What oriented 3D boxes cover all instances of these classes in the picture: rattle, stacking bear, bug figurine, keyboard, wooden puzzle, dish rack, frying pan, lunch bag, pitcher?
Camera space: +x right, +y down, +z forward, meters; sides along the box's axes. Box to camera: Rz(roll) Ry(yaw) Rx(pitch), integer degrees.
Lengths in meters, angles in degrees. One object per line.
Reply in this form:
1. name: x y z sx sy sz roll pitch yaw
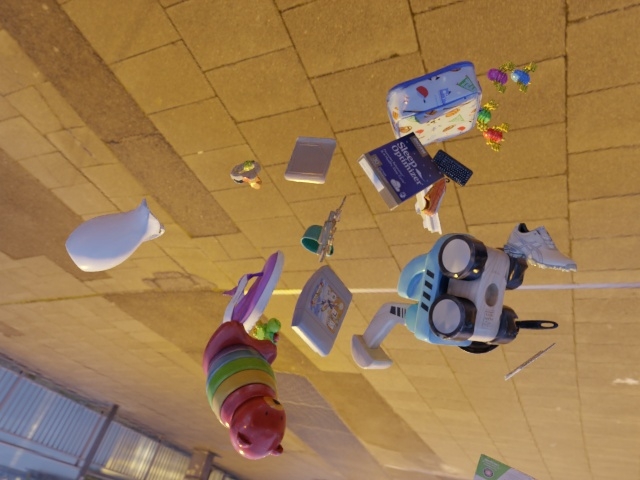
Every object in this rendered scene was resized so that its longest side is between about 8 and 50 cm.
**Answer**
1. rattle: -0.288 -0.228 1.698 0.130 0.199 0.142 -7 124 -15
2. stacking bear: -0.157 0.333 0.914 0.175 0.164 0.289 40 -178 -30
3. bug figurine: 0.563 -0.435 1.334 0.216 0.278 0.072 9 -161 -41
4. keyboard: 0.661 0.376 1.331 0.256 0.014 0.072 -10 148 -40
5. wooden puzzle: -0.046 -0.397 2.105 0.221 0.238 0.044 9 164 22
6. dish rack: 0.476 -0.209 1.974 0.073 0.285 0.332 -14 117 9
7. frying pan: 0.582 0.257 1.415 0.326 0.197 0.053 -28 147 23
8. lunch bag: 0.309 -0.347 1.138 0.243 0.114 0.303 -19 171 13
9. pitcher: -0.496 -0.005 1.059 0.125 0.207 0.177 57 166 12
10. keyboard: 0.549 -0.296 1.811 0.180 0.023 0.108 33 104 -4

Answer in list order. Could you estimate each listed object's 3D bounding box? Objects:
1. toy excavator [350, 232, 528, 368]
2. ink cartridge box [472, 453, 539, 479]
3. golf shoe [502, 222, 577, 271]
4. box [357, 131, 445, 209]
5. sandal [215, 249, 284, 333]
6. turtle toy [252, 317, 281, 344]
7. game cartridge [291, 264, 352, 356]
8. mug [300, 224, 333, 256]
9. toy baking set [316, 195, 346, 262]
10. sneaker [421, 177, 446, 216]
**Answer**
1. toy excavator: 0.283 0.188 1.175 0.223 0.432 0.445 12 178 -32
2. ink cartridge box: 0.557 0.888 1.313 0.119 0.353 0.207 39 159 -32
3. golf shoe: 0.479 0.012 0.927 0.069 0.176 0.085 6 105 -27
4. box: 0.202 -0.173 0.991 0.136 0.225 0.036 56 144 4
5. sandal: -0.233 0.186 1.183 0.102 0.169 0.416 27 117 -19
6. turtle toy: -0.159 0.285 1.303 0.066 0.095 0.130 -11 144 -28
7. game cartridge: 0.008 0.238 1.531 0.062 0.297 0.198 -15 123 37
8. mug: -0.009 -0.004 1.966 0.130 0.097 0.157 11 149 26
9. toy baking set: 0.037 -0.047 1.563 0.030 0.256 0.197 19 -172 9
10. sneaker: 0.448 -0.184 1.679 0.068 0.175 0.064 21 172 -12
